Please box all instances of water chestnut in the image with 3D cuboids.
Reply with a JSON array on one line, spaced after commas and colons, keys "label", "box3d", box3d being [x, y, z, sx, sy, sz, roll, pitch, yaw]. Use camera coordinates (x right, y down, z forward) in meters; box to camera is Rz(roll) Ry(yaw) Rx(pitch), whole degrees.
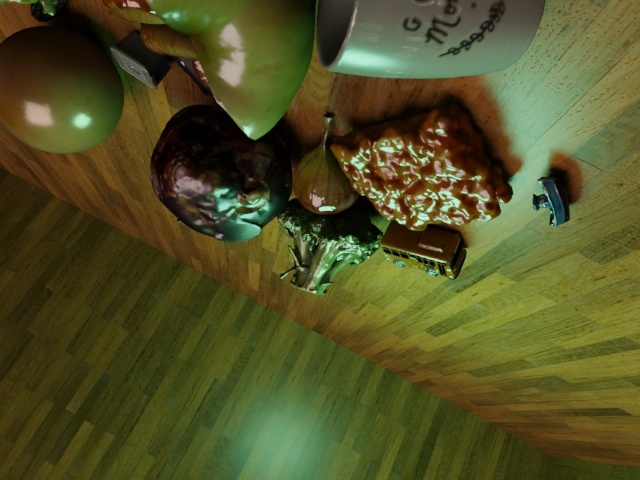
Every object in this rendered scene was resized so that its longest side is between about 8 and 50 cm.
[{"label": "water chestnut", "box3d": [-0.245, -0.186, 1.179, 0.335, 0.335, 0.347, 52, -167, -45]}]

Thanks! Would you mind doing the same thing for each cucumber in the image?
[{"label": "cucumber", "box3d": [-0.604, -0.547, 1.070, 0.067, 0.067, 0.293, 41, 156, -29]}]

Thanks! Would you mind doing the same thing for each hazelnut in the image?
[{"label": "hazelnut", "box3d": [-0.319, -0.463, 0.852, 0.150, 0.150, 0.150, 24, 158, 10]}]

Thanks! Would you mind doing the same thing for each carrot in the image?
[{"label": "carrot", "box3d": [-0.248, -0.367, 0.890, 0.298, 0.078, 0.078, 33, 166, 40]}]

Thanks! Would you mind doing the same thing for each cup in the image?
[{"label": "cup", "box3d": [0.132, -0.320, 0.556, 0.234, 0.258, 0.186, 1, -158, -14]}]

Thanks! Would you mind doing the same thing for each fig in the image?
[{"label": "fig", "box3d": [0.012, -0.177, 1.114, 0.160, 0.230, 0.143, 3, -164, 11]}]

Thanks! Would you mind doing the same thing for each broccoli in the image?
[{"label": "broccoli", "box3d": [0.000, 0.000, 1.284, 0.304, 0.283, 0.321, 18, 176, 19]}]

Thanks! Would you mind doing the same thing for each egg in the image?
[{"label": "egg", "box3d": [-0.662, -0.370, 1.206, 0.301, 0.301, 0.374, 42, 156, -31]}]

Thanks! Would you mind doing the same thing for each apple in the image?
[{"label": "apple", "box3d": [-0.158, -0.347, 0.647, 0.312, 0.360, 0.320, 5, 135, -24]}]

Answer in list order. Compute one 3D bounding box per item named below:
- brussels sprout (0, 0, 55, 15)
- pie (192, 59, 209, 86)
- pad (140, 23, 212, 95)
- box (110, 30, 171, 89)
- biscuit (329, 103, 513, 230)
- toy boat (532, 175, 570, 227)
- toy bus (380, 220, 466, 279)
[{"label": "brussels sprout", "box3d": [-0.462, -0.530, 0.566, 0.361, 0.342, 0.425, 37, 142, 3]}, {"label": "pie", "box3d": [-0.176, -0.356, 0.977, 0.182, 0.049, 0.182, 12, 148, 8]}, {"label": "pad", "box3d": [-0.283, -0.417, 1.037, 0.174, 0.022, 0.233, 3, 146, 48]}, {"label": "box", "box3d": [-0.408, -0.415, 1.097, 0.122, 0.069, 0.084, 34, 166, 7]}, {"label": "biscuit", "box3d": [0.205, -0.129, 0.978, 0.312, 0.110, 0.318, -2, 144, 49]}, {"label": "toy boat", "box3d": [0.429, -0.074, 0.897, 0.061, 0.060, 0.137, -9, 146, 24]}, {"label": "toy bus", "box3d": [0.268, 0.019, 1.247, 0.201, 0.098, 0.114, 16, 155, 31]}]
